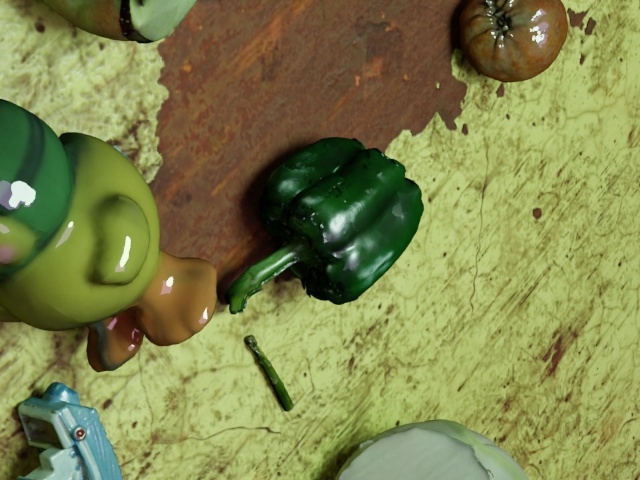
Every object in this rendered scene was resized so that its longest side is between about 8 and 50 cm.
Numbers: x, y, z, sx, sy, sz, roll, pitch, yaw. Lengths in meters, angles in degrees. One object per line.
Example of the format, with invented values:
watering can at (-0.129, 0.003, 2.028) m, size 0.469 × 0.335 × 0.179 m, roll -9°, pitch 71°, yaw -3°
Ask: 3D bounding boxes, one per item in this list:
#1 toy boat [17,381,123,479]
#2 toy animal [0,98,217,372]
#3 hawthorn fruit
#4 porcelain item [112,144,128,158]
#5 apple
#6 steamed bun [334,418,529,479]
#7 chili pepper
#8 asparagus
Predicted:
toy boat at (-0.279, 0.266, 1.311) m, size 0.102 × 0.088 × 0.215 m, roll -34°, pitch 118°, yaw -42°
toy animal at (-0.269, -0.018, 1.200) m, size 0.338 × 0.216 × 0.191 m, roll 36°, pitch 48°, yaw -37°
hawthorn fruit at (0.280, -0.282, 1.650) m, size 0.189 × 0.149 × 0.149 m, roll 2°, pitch 98°, yaw -37°
porcelain item at (-0.227, -0.062, 1.328) m, size 0.036 × 0.028 × 0.083 m, roll 0°, pitch 98°, yaw -39°
apple at (-0.197, -0.305, 1.209) m, size 0.207 × 0.174 × 0.188 m, roll 56°, pitch 41°, yaw -27°
steamed bun at (0.159, 0.400, 1.615) m, size 0.309 × 0.309 × 0.309 m, roll -11°, pitch 106°, yaw -40°
chili pepper at (0.000, 0.000, 1.458) m, size 0.261 × 0.165 × 0.174 m, roll -44°, pitch 137°, yaw -23°
asparagus at (-0.063, 0.167, 1.532) m, size 0.127 × 0.018 × 0.015 m, roll 64°, pitch 34°, yaw -31°
